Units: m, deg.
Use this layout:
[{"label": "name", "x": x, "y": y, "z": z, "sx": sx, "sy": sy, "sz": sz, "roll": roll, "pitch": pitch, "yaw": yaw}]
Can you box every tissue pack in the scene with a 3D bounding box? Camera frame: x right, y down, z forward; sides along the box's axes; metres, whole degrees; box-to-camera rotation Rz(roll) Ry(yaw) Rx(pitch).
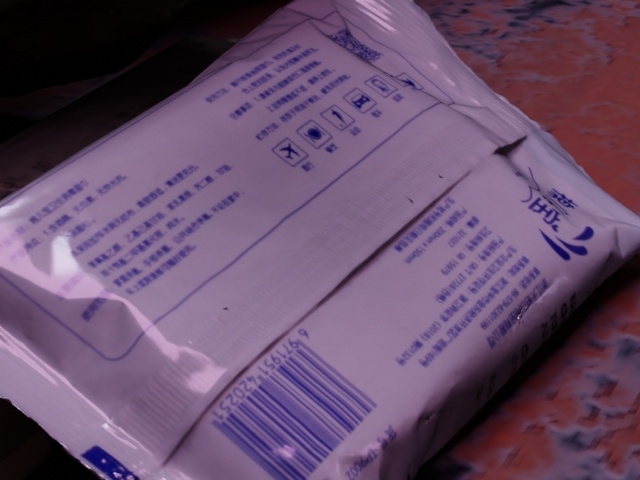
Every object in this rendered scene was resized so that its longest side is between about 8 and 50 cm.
[{"label": "tissue pack", "x": 0.000, "y": 0.000, "z": 0.381, "sx": 0.122, "sy": 0.026, "sz": 0.193, "roll": 37, "pitch": 43, "yaw": 13}]

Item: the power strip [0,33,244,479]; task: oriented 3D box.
[{"label": "power strip", "x": -0.056, "y": -0.005, "z": 0.429, "sx": 0.092, "sy": 0.034, "sz": 0.268, "roll": 15, "pitch": 34, "yaw": 29}]

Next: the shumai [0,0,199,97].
[{"label": "shumai", "x": -0.190, "y": -0.147, "z": 0.409, "sx": 0.330, "sy": 0.292, "sz": 0.288, "roll": 7, "pitch": 10, "yaw": 31}]
